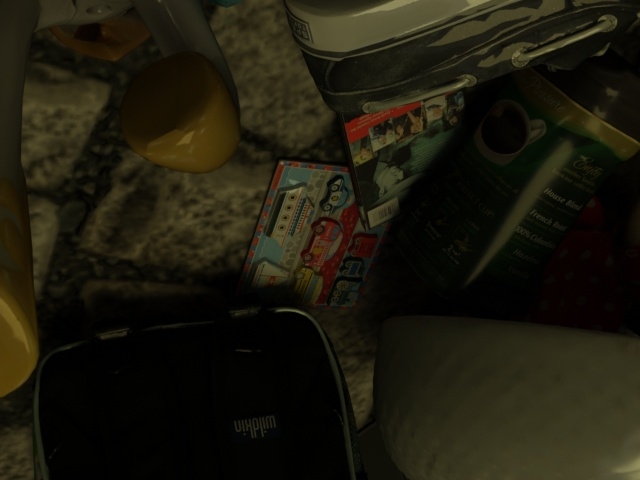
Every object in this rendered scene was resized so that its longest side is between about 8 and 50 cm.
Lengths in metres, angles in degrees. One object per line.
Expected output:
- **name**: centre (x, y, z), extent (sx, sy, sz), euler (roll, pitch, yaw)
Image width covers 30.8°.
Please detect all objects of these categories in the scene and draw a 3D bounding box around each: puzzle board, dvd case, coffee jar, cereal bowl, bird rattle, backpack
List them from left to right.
- **backpack**: centre (-0.080, 0.194, 0.797), extent (0.225, 0.254, 0.191), euler (-9, 153, -13)
- **puzzle board**: centre (0.000, 0.000, 0.813), extent (0.096, 0.011, 0.128), euler (4, 129, -22)
- **dvd case**: centre (0.056, -0.068, 0.758), extent (0.087, 0.013, 0.119), euler (-26, 134, -11)
- **coffee jar**: centre (0.133, -0.044, 0.746), extent (0.079, 0.096, 0.184), euler (22, 111, -36)
- **cereal bowl**: centre (0.193, 0.150, 0.793), extent (0.338, 0.141, 0.339), euler (11, 170, 2)
- **bird rattle**: centre (0.262, -0.004, 0.774), extent (0.206, 0.143, 0.254), euler (26, 114, -4)

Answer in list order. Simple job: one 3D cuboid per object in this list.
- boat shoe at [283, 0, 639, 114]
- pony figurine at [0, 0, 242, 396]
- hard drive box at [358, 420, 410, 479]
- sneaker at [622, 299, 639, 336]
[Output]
- **boat shoe**: centre (0.133, -0.147, 0.661), extent (0.301, 0.108, 0.102), euler (-20, 134, 3)
- **pony figurine**: centre (-0.131, -0.177, 0.425), extent (0.302, 0.363, 0.351), euler (-21, 119, 10)
- **hard drive box**: centre (0.029, 0.283, 1.023), extent (0.232, 0.089, 0.181), euler (-37, 132, 16)
- **sneaker**: centre (0.374, 0.094, 0.930), extent (0.350, 0.148, 0.131), euler (22, 121, -33)
